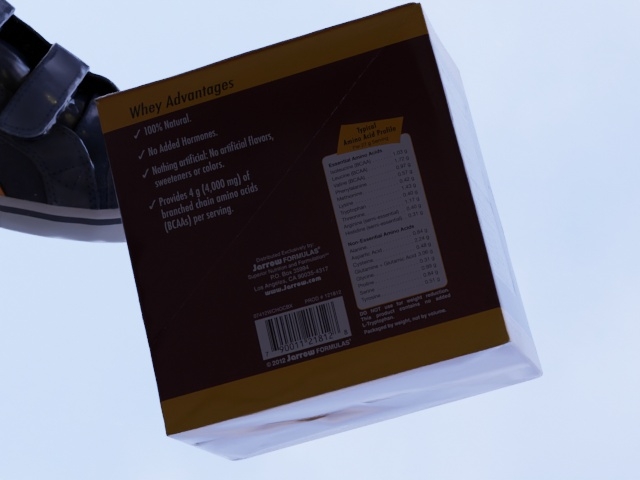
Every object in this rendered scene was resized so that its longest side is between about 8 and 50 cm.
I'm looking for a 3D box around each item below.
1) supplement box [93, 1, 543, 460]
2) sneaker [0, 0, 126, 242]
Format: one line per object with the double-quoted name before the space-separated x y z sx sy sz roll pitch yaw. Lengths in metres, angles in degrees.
"supplement box" 0.000 0.000 1.098 0.191 0.129 0.194 -16 -106 10
"sneaker" -0.230 -0.098 1.287 0.321 0.126 0.127 16 -57 0
